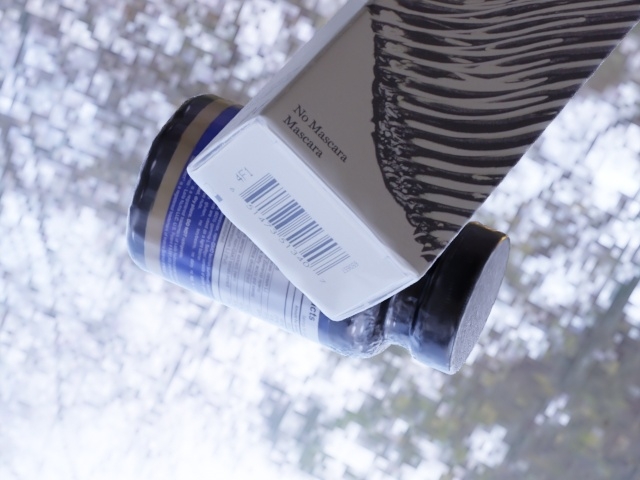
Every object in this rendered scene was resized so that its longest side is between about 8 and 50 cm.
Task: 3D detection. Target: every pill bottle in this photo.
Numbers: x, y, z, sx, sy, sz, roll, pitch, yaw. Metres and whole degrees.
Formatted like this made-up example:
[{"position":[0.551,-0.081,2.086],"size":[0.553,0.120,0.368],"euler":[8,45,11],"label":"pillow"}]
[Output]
[{"position":[0.000,0.000,1.222],"size":[0.219,0.123,0.123],"euler":[22,-153,14],"label":"pill bottle"}]

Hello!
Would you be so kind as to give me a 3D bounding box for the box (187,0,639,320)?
[{"position":[0.068,-0.094,0.979],"size":[0.113,0.094,0.275],"euler":[45,-119,-8],"label":"box"}]
